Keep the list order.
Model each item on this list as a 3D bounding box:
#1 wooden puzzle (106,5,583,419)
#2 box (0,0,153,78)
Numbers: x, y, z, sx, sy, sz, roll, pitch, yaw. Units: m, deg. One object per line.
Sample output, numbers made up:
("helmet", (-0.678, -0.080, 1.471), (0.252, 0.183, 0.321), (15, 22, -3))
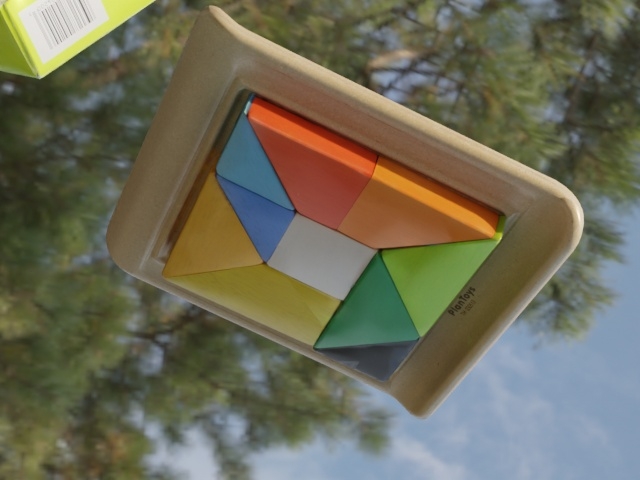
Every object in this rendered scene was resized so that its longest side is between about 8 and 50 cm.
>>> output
("wooden puzzle", (0.000, 0.000, 0.798), (0.221, 0.239, 0.044), (-58, -176, 47))
("box", (-0.147, -0.127, 0.640), (0.178, 0.042, 0.109), (16, -132, 45))
